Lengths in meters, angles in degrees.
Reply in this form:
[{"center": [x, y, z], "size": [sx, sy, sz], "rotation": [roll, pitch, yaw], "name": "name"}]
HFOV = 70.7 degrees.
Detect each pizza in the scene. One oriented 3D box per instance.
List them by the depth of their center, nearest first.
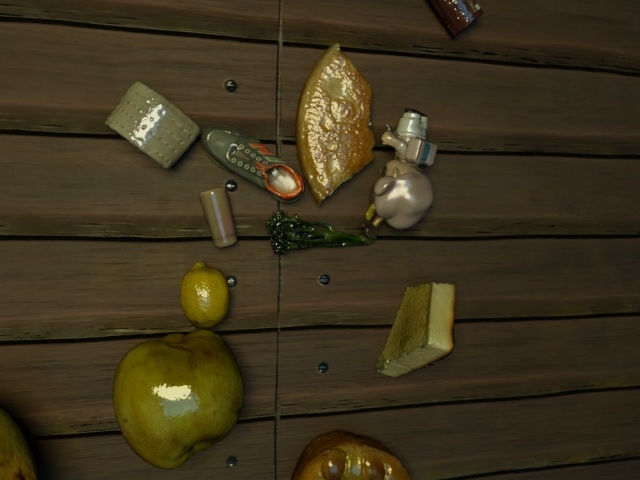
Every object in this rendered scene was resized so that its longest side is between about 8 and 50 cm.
[{"center": [0.024, -0.196, 0.770], "size": [0.135, 0.056, 0.270], "rotation": [-6, 96, -9], "name": "pizza"}]

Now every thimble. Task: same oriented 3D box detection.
[{"center": [-0.254, -0.176, 0.691], "size": [0.115, 0.102, 0.090], "rotation": [38, 87, -42], "name": "thimble"}]

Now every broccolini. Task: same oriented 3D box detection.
[{"center": [-0.001, -0.011, 0.799], "size": [0.202, 0.074, 0.058], "rotation": [2, 52, -29], "name": "broccolini"}]

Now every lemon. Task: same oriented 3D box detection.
[{"center": [-0.189, 0.088, 0.742], "size": [0.082, 0.082, 0.110], "rotation": [-4, 90, -12], "name": "lemon"}]

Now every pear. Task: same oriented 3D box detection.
[{"center": [-0.214, 0.237, 0.697], "size": [0.200, 0.200, 0.199], "rotation": [-1, 96, -12], "name": "pear"}]

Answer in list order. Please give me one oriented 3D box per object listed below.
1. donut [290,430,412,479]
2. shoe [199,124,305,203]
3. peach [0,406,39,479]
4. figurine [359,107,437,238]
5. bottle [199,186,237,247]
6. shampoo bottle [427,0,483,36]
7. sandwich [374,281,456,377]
[{"center": [0.051, 0.458, 0.815], "size": [0.227, 0.114, 0.226], "rotation": [-1, 97, -12], "name": "donut"}, {"center": [-0.106, -0.128, 0.738], "size": [0.195, 0.077, 0.074], "rotation": [32, 89, -14], "name": "shoe"}, {"center": [-0.551, 0.331, 0.581], "size": [0.316, 0.314, 0.281], "rotation": [-6, 81, 28], "name": "peach"}, {"center": [0.145, -0.107, 0.777], "size": [0.112, 0.137, 0.228], "rotation": [15, 100, 29], "name": "figurine"}, {"center": [-0.169, -0.038, 0.752], "size": [0.045, 0.045, 0.096], "rotation": [-15, 101, -10], "name": "bottle"}, {"center": [0.185, -0.464, 0.769], "size": [0.067, 0.068, 0.236], "rotation": [-42, 102, -3], "name": "shampoo bottle"}, {"center": [0.173, 0.150, 0.823], "size": [0.058, 0.193, 0.162], "rotation": [22, 55, -10], "name": "sandwich"}]
